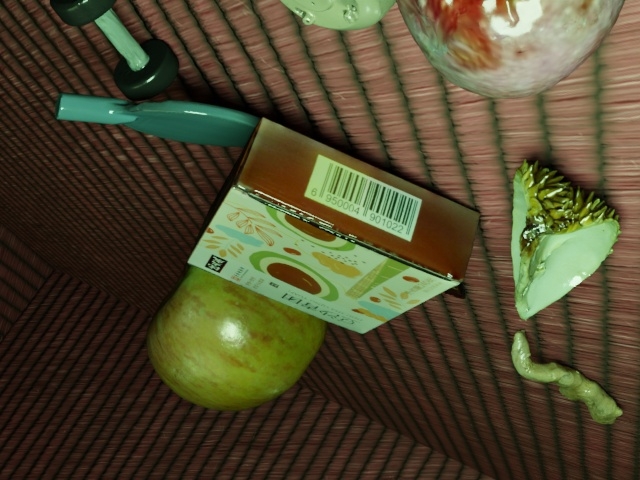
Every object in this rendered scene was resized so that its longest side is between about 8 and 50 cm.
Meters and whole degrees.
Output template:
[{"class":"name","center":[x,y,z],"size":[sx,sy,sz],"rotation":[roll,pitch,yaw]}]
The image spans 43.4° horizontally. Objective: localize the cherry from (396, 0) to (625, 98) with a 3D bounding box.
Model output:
[{"class":"cherry","center":[0.141,-0.202,0.630],"size":[0.192,0.175,0.249],"rotation":[36,164,17]}]

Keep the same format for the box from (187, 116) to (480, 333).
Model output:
[{"class":"box","center":[0.000,0.000,1.260],"size":[0.345,0.122,0.385],"rotation":[23,158,-11]}]

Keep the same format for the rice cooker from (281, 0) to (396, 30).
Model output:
[{"class":"rice cooker","center":[0.001,-0.280,0.718],"size":[0.145,0.127,0.206],"rotation":[11,161,43]}]

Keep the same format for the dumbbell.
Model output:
[{"class":"dumbbell","center":[-0.291,-0.297,1.151],"size":[0.100,0.100,0.191],"rotation":[17,155,35]}]

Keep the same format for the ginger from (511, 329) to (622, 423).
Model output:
[{"class":"ginger","center":[0.445,0.257,1.469],"size":[0.288,0.075,0.089],"rotation":[33,166,-18]}]

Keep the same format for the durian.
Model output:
[{"class":"durian","center":[0.282,0.002,0.974],"size":[0.145,0.139,0.252],"rotation":[22,158,14]}]

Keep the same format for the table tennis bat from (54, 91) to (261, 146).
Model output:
[{"class":"table tennis bat","center":[-0.229,-0.181,1.218],"size":[0.329,0.044,0.215],"rotation":[6,177,-26]}]

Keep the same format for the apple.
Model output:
[{"class":"apple","center":[-0.164,0.171,1.689],"size":[0.334,0.400,0.400],"rotation":[30,161,-8]}]

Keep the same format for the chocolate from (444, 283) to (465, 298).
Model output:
[{"class":"chocolate","center":[0.207,0.055,1.379],"size":[0.086,0.028,0.182],"rotation":[20,156,20]}]
